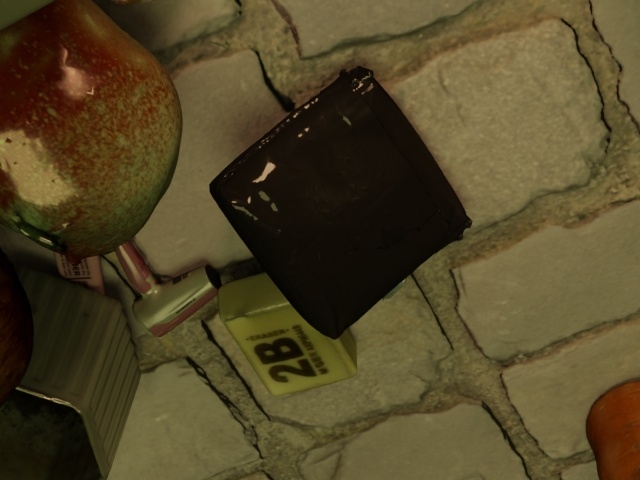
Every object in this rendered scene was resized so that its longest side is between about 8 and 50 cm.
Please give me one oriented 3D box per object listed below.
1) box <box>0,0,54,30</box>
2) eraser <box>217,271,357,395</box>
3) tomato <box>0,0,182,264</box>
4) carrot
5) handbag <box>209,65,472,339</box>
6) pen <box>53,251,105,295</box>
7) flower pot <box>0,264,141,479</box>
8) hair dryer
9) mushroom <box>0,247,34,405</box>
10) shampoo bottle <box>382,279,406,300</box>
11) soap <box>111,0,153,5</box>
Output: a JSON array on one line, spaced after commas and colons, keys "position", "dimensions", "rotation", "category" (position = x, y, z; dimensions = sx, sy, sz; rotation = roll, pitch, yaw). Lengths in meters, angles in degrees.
[{"position": [-0.349, -0.341, 1.476], "dimensions": [0.344, 0.352, 0.177], "rotation": [-26, 156, 22], "category": "box"}, {"position": [-0.037, 0.107, 1.968], "dimensions": [0.117, 0.058, 0.172], "rotation": [-14, 138, 14], "category": "eraser"}, {"position": [-0.279, -0.129, 1.671], "dimensions": [0.303, 0.303, 0.239], "rotation": [34, 84, -22], "category": "tomato"}, {"position": [0.410, 0.284, 2.018], "dimensions": [0.159, 0.225, 0.159], "rotation": [0, 122, -1], "category": "carrot"}, {"position": [0.029, -0.035, 1.820], "dimensions": [0.223, 0.080, 0.247], "rotation": [-39, 121, -5], "category": "handbag"}, {"position": [-0.280, 0.008, 1.935], "dimensions": [0.053, 0.032, 0.197], "rotation": [-4, 128, 4], "category": "pen"}, {"position": [-0.334, 0.173, 1.944], "dimensions": [0.239, 0.189, 0.209], "rotation": [-29, 120, 30], "category": "flower pot"}, {"position": [-0.199, 0.033, 1.946], "dimensions": [0.106, 0.054, 0.154], "rotation": [-36, 114, 19], "category": "hair dryer"}, {"position": [-0.441, 0.045, 1.712], "dimensions": [0.334, 0.356, 0.331], "rotation": [-9, 120, 17], "category": "mushroom"}, {"position": [0.000, 0.000, 1.913], "dimensions": [0.212, 0.049, 0.072], "rotation": [28, 127, -18], "category": "shampoo bottle"}, {"position": [-0.212, -0.340, 1.645], "dimensions": [0.140, 0.073, 0.232], "rotation": [-11, 126, 12], "category": "soap"}]
